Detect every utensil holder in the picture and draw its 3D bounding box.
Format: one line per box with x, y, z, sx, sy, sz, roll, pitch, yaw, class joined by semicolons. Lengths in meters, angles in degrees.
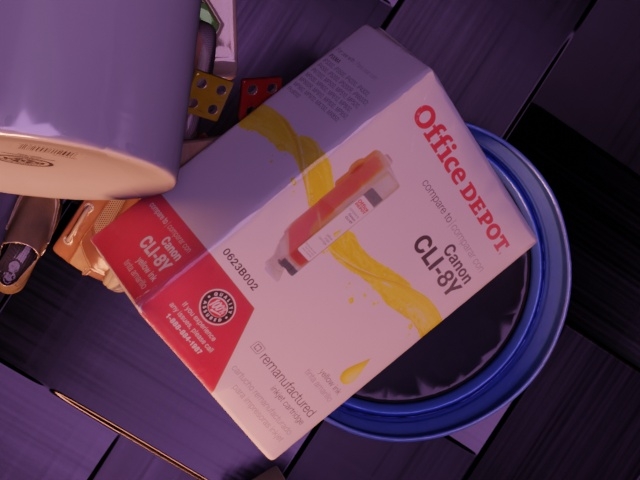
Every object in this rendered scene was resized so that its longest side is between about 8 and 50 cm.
-0.274;-0.256;1.532;0.328;0.327;0.385;7;81;-12;utensil holder

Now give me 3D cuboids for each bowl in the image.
0.103;0.041;1.829;0.391;0.077;0.391;-2;98;-11;bowl

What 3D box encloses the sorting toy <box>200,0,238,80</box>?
-0.191;-0.283;1.748;0.193;0.038;0.208;-3;98;-10;sorting toy

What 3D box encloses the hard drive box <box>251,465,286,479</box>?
-0.018;0.403;1.801;0.089;0.181;0.232;-31;103;-6;hard drive box

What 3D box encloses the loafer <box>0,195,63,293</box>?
-0.333;-0.005;1.752;0.056;0.050;0.148;18;94;-13;loafer

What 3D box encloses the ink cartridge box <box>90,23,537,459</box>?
0.000;0.000;1.638;0.385;0.160;0.279;-39;126;-4;ink cartridge box

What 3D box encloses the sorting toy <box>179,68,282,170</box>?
-0.114;-0.067;1.671;0.132;0.046;0.274;-10;120;-25;sorting toy

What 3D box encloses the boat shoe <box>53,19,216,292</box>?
-0.209;-0.103;1.722;0.116;0.123;0.324;22;98;-5;boat shoe
